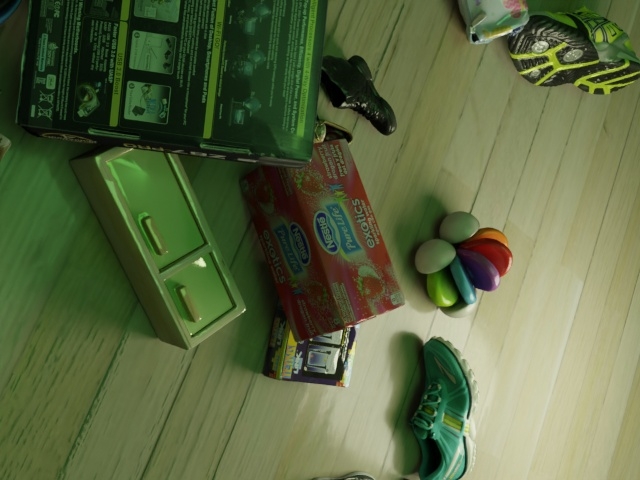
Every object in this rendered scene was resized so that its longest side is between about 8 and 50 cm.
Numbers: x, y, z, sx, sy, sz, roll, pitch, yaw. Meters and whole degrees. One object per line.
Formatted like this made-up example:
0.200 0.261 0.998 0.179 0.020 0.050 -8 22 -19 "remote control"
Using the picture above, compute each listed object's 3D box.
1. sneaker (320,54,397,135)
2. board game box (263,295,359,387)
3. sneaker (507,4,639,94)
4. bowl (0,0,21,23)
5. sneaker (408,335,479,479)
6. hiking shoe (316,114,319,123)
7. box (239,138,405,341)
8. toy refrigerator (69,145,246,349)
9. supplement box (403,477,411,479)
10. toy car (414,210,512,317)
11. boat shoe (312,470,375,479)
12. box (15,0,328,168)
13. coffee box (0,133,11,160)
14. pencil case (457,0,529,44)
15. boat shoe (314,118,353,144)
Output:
0.052 -0.227 1.120 0.089 0.051 0.170 -41 111 -30 "sneaker"
-0.006 0.137 1.092 0.141 0.048 0.170 16 82 -36 "board game box"
0.509 -0.407 1.442 0.384 0.145 0.147 5 65 -39 "sneaker"
-0.403 -0.344 0.594 0.391 0.077 0.391 -15 90 -72 "bowl"
0.215 0.309 1.248 0.110 0.107 0.275 -9 98 -29 "sneaker"
-0.085 -0.223 0.974 0.227 0.086 0.114 1 74 -39 "hiking shoe"
0.000 0.000 0.995 0.122 0.128 0.257 -15 83 -38 "box"
-0.202 -0.003 0.898 0.102 0.094 0.269 -34 113 -33 "toy refrigerator"
0.182 0.469 1.262 0.083 0.043 0.055 32 73 -36 "supplement box"
0.269 0.046 1.250 0.182 0.136 0.159 -45 118 -28 "toy car"
0.044 0.412 1.150 0.142 0.040 0.049 9 86 -38 "boat shoe"
-0.148 -0.296 0.785 0.318 0.097 0.395 5 90 -9 "box"
-0.426 -0.016 0.621 0.168 0.119 0.297 40 37 -33 "coffee box"
0.276 -0.491 1.244 0.124 0.113 0.273 -28 111 -13 "pencil case"
-0.007 -0.168 1.076 0.135 0.045 0.050 0 92 -39 "boat shoe"
